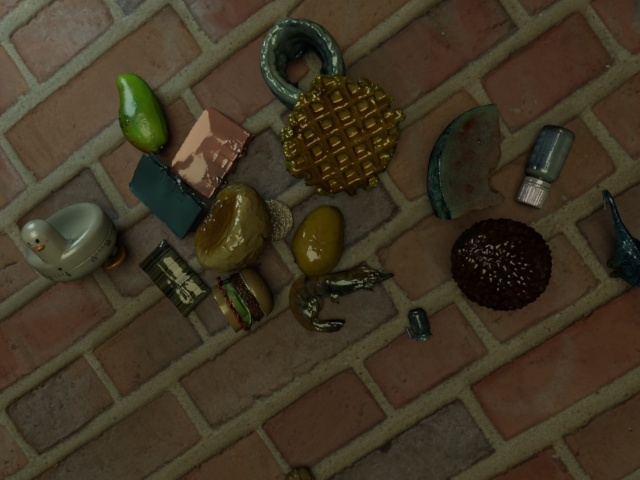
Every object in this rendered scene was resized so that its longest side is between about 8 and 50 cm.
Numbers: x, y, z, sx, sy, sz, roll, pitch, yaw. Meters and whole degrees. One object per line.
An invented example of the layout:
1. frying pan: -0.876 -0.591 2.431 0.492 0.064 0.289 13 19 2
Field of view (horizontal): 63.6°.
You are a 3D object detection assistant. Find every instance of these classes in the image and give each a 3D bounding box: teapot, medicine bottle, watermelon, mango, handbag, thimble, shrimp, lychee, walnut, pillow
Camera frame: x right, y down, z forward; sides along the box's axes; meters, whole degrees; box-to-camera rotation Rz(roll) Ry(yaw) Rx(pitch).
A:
1. teapot: 0.255 0.224 1.362 0.063 0.049 0.083 -17 90 7
2. medicine bottle: 0.558 -0.182 1.291 0.083 0.083 0.203 23 93 5
3. watermelon: 0.372 -0.184 1.311 0.226 0.148 0.319 26 81 -12
4. mango: -0.490 -0.341 1.399 0.125 0.111 0.233 -26 90 0
5. handbag: -0.411 -0.120 1.392 0.221 0.057 0.144 46 131 4
6. mango: 0.000 0.000 1.363 0.137 0.098 0.195 27 82 4
7. thimble: -0.045 -0.441 1.310 0.204 0.172 0.250 -28 90 9
8. shrimp: 0.059 0.160 1.384 0.295 0.058 0.169 -9 97 12
9. handbag: -0.295 -0.237 1.405 0.157 0.059 0.213 35 97 5
10. lychee: 0.426 0.054 1.241 0.235 0.271 0.236 -20 59 37
11. walnut: -0.055 0.669 1.407 0.078 0.082 0.096 -18 89 -21
12. pillow: -0.409 0.105 1.443 0.113 0.038 0.203 -44 86 7

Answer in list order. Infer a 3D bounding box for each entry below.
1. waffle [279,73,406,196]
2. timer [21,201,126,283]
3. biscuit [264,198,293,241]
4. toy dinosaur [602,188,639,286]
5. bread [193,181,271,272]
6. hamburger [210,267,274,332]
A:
1. waffle: 0.049 -0.246 1.276 0.301 0.068 0.325 11 120 -19
2. timer: -0.671 -0.009 1.365 0.233 0.234 0.240 -19 134 7
3. biscuit: -0.132 -0.056 1.414 0.120 0.015 0.120 0 92 7
4. toy dinosaur: 0.758 0.046 1.251 0.076 0.147 0.363 -23 82 5
5. bread: -0.222 -0.025 1.341 0.134 0.244 0.245 22 96 -36
6. hamburger: -0.199 0.149 1.360 0.136 0.175 0.175 -32 88 -6
